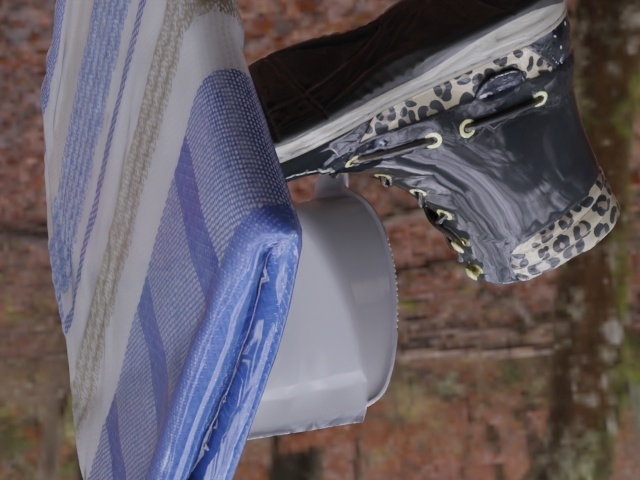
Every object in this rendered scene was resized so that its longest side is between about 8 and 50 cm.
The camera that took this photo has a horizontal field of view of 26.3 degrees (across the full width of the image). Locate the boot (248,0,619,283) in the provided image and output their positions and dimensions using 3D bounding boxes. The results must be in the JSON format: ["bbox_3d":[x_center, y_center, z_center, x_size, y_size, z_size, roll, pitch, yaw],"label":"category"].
[{"bbox_3d":[0.046,-0.034,0.757,0.236,0.085,0.179,-26,128,4],"label":"boot"}]

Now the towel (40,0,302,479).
[{"bbox_3d":[-0.061,-0.030,0.473,0.034,0.285,0.209,3,133,-19],"label":"towel"}]

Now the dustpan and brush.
[{"bbox_3d":[0.000,0.000,0.773,0.060,0.211,0.147,-1,169,-31],"label":"dustpan and brush"}]
